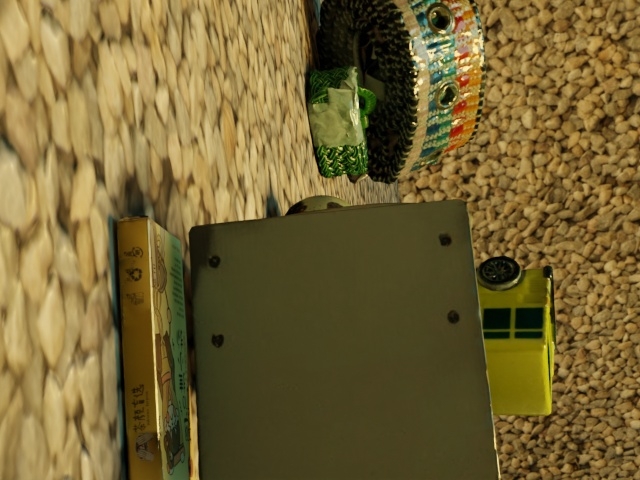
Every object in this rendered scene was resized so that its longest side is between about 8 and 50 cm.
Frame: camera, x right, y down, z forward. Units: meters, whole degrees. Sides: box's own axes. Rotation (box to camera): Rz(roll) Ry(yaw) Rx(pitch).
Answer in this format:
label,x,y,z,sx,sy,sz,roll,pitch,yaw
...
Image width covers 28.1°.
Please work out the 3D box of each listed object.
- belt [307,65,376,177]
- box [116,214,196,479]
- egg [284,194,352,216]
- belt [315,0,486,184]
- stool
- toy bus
label,x,y,z,sx,sy,sz,roll,pitch,yaw
belt,0.032,-0.149,1.581,0.151,0.079,0.121,75,12,-49
box,-0.088,0.065,0.688,0.073,0.020,0.149,52,33,-78
egg,0.000,0.000,1.186,0.110,0.085,0.085,-7,91,-68
belt,0.116,-0.220,1.670,0.207,0.160,0.295,22,-51,48
stool,0.022,0.143,0.807,0.243,0.170,0.269,78,7,-66
toy bus,0.120,0.110,1.380,0.150,0.262,0.128,-78,162,-46
